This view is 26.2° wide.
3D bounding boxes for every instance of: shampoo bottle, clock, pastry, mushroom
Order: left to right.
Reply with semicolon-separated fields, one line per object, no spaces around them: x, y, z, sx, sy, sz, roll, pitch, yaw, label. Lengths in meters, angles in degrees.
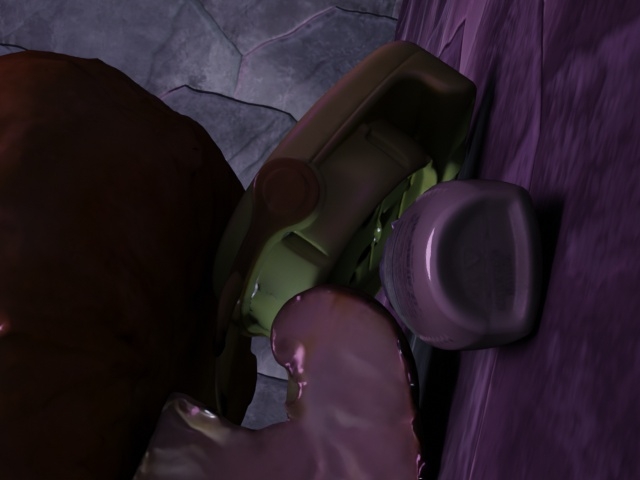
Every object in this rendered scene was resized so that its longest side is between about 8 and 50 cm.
-0.191;0.080;0.862;0.409;0.245;0.409;10;-90;-76;pastry
-0.021;0.165;0.760;0.285;0.156;0.151;-66;-11;-2;mushroom
0.000;0.000;0.824;0.232;0.069;0.170;-47;-17;-27;clock
0.057;0.011;0.611;0.212;0.049;0.072;166;99;-88;shampoo bottle
